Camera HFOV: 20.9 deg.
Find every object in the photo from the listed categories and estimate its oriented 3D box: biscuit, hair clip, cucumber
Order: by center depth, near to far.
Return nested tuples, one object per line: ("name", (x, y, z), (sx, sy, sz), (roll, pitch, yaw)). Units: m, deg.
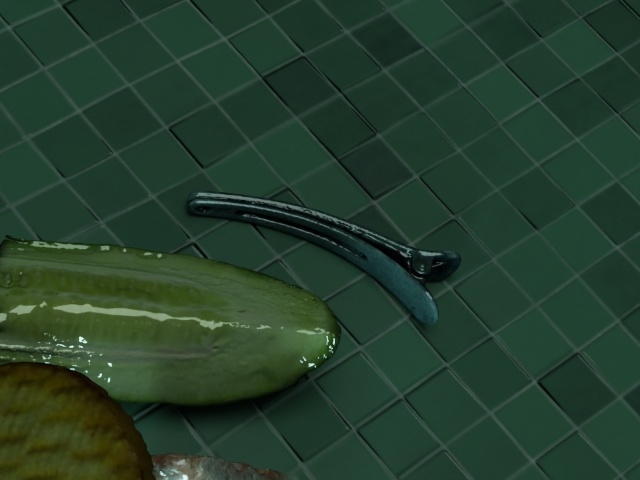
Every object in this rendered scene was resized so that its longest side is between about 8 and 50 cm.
("biscuit", (-0.262, 0.248, 1.384), (0.318, 0.040, 0.317), (-12, 64, 25))
("cucumber", (-0.151, 0.082, 1.595), (0.325, 0.105, 0.145), (4, 30, -11))
("hair clip", (0.000, 0.000, 1.723), (0.275, 0.048, 0.083), (21, 56, 7))

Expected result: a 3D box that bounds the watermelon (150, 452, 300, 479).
("watermelon", (-0.129, 0.286, 1.406), (0.148, 0.226, 0.318), (-2, 34, 23))
